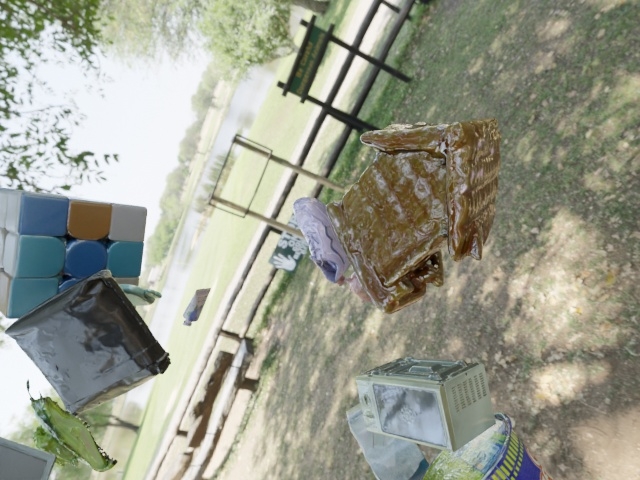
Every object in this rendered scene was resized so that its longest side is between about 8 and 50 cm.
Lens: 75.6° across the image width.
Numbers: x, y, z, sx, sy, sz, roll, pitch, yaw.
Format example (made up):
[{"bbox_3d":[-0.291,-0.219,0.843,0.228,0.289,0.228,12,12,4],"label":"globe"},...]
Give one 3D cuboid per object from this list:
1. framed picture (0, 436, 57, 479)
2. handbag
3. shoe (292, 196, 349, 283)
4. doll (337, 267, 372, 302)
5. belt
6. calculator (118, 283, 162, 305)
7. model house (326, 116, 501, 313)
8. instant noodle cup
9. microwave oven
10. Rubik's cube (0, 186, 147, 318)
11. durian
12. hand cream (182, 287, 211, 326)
[{"bbox_3d":[-0.723,0.529,0.896,0.014,0.253,0.196,83,-157,-76],"label":"framed picture"},{"bbox_3d":[-0.425,0.196,0.750,0.247,0.222,0.080,-27,9,17],"label":"handbag"},{"bbox_3d":[0.000,0.000,1.103,0.095,0.245,0.137,-24,27,37],"label":"shoe"},{"bbox_3d":[0.183,0.154,1.467,0.093,0.262,0.211,-75,-14,-48],"label":"doll"},{"bbox_3d":[0.216,0.636,1.292,0.300,0.173,0.436,55,171,25],"label":"belt"},{"bbox_3d":[-0.412,0.117,0.879,0.095,0.153,0.021,62,-149,-58],"label":"calculator"},{"bbox_3d":[0.138,-0.058,0.518,0.229,0.200,0.219,-50,62,39],"label":"model house"},{"bbox_3d":[0.402,0.573,0.845,0.284,0.312,0.284,-43,-13,-13],"label":"instant noodle cup"},{"bbox_3d":[0.233,0.348,0.924,0.241,0.194,0.145,-17,84,51],"label":"microwave oven"},{"bbox_3d":[-0.787,0.030,1.272,0.347,0.347,0.343,8,92,40],"label":"Rubik's cube"},{"bbox_3d":[-0.694,0.523,1.113,0.107,0.374,0.132,-21,30,7],"label":"durian"},{"bbox_3d":[-0.418,0.223,1.382,0.142,0.053,0.084,-60,-17,9],"label":"hand cream"}]
